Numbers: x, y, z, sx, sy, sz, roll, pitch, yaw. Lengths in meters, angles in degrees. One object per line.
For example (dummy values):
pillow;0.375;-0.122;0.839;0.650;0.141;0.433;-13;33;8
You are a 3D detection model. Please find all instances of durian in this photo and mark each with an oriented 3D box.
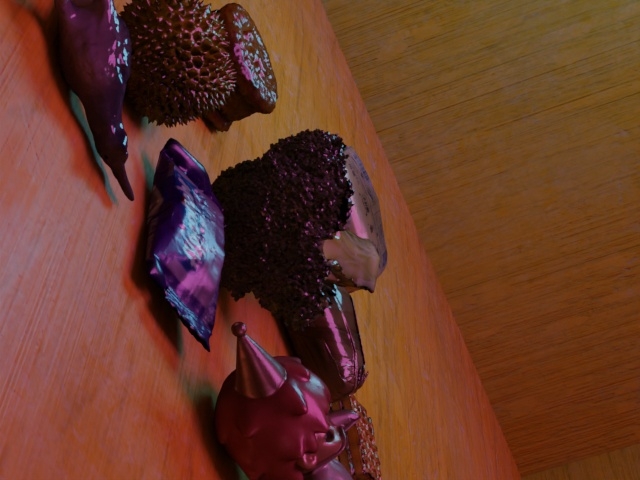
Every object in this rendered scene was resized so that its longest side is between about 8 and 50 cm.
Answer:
durian;-0.177;-0.223;1.661;0.198;0.146;0.159;53;23;-49

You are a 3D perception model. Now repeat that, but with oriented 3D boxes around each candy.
candy;-0.160;-0.001;1.595;0.145;0.070;0.275;55;23;-35

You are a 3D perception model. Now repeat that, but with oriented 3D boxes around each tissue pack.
tissue pack;0.046;-0.044;2.462;0.215;0.123;0.256;-40;110;-75

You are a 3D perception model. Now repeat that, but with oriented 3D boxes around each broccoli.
broccoli;-0.011;-0.020;1.868;0.252;0.221;0.361;67;16;1

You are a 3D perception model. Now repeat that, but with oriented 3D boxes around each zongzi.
zongzi;-0.012;0.140;1.998;0.197;0.099;0.194;29;42;-57

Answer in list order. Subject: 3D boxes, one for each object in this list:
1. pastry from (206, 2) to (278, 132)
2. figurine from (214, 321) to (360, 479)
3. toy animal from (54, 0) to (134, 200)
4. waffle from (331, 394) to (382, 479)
pastry;-0.139;-0.265;2.001;0.189;0.103;0.188;-19;90;-77
figurine;-0.030;0.239;1.586;0.207;0.166;0.386;-123;-169;-65
toy animal;-0.257;-0.245;1.469;0.206;0.081;0.367;92;-14;-68
waffle;0.059;0.330;2.135;0.102;0.042;0.148;53;21;-52
